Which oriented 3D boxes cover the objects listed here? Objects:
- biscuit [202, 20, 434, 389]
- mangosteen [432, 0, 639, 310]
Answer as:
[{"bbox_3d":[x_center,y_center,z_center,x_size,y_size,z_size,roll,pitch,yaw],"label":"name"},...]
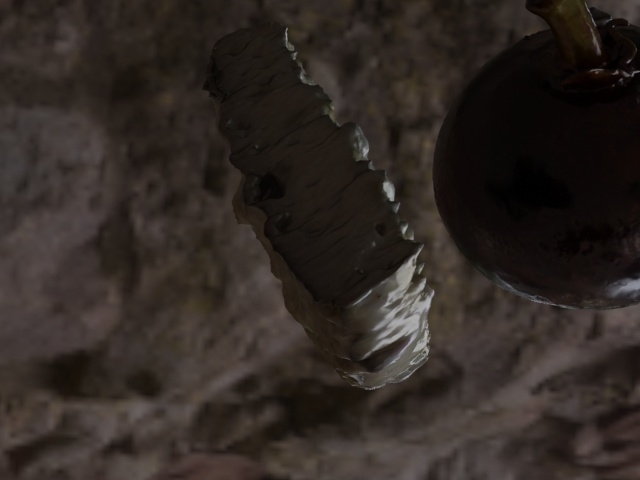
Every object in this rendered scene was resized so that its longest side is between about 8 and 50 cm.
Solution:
[{"bbox_3d":[0.000,0.000,1.214,0.281,0.084,0.179,-120,-169,-53],"label":"biscuit"},{"bbox_3d":[0.198,-0.084,1.471,0.235,0.235,0.261,51,-22,47],"label":"mangosteen"}]
